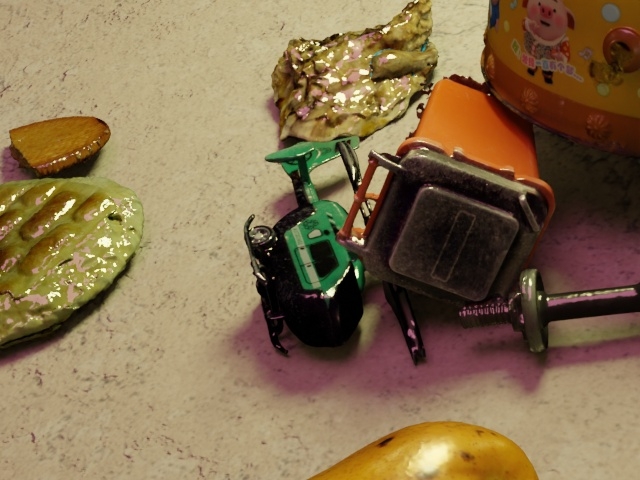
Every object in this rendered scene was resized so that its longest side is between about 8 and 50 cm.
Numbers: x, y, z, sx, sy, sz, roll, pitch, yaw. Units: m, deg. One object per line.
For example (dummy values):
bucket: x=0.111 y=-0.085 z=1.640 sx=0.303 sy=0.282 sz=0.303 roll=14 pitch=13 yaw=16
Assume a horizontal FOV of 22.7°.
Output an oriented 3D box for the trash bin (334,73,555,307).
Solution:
trash bin: x=0.128 y=-0.059 z=1.607 sx=0.184 sy=0.161 sz=0.238 roll=19 pitch=32 yaw=-4

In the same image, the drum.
drum: x=0.378 y=-0.261 z=1.636 sx=0.431 sy=0.214 sz=0.431 roll=2 pitch=31 yaw=-1

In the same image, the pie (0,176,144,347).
pie: x=-0.351 y=0.020 z=1.832 sx=0.306 sy=0.071 sz=0.306 roll=-14 pitch=37 yaw=10

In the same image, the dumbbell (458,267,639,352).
dumbbell: x=0.255 y=0.059 z=1.486 sx=0.254 sy=0.081 sz=0.081 roll=-7 pitch=38 yaw=15

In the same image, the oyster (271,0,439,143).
oyster: x=0.038 y=-0.206 z=1.941 sx=0.214 sy=0.083 sz=0.223 roll=-12 pitch=43 yaw=15

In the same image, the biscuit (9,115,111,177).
biscuit: x=-0.327 y=-0.122 z=2.015 sx=0.126 sy=0.025 sz=0.206 roll=-19 pitch=22 yaw=-13

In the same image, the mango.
mango: x=0.036 y=0.244 z=1.253 sx=0.290 sy=0.159 sz=0.191 roll=-20 pitch=6 yaw=7

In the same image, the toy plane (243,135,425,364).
toy plane: x=0.000 y=0.000 z=1.674 sx=0.155 sy=0.106 sz=0.381 roll=-14 pitch=35 yaw=-3
